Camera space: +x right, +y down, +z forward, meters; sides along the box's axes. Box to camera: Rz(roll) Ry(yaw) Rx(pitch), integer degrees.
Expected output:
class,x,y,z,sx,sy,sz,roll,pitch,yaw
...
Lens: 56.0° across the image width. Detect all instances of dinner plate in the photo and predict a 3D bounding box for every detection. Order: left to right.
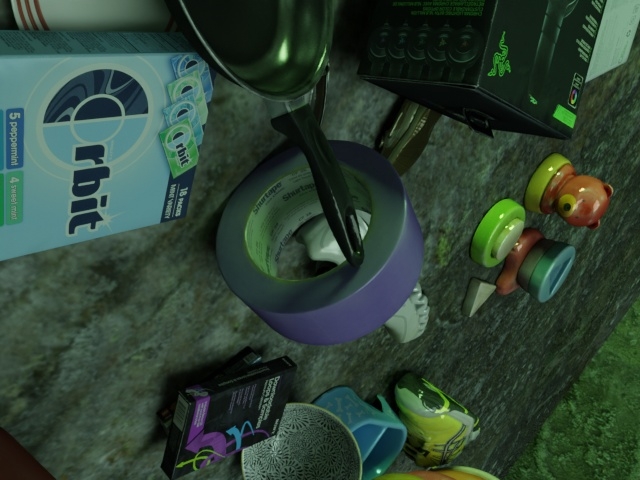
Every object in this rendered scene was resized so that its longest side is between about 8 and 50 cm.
class,x,y,z,sx,sy,sz,roll,pitch,yaw
dinner plate,-0.146,-0.174,0.423,0.141,0.017,0.141,-31,139,-31

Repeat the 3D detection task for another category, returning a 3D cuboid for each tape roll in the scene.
class,x,y,z,sx,sy,sz,roll,pitch,yaw
tape roll,0.000,0.000,0.585,0.189,0.189,0.080,-48,145,-10

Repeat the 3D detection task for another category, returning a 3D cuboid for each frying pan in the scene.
class,x,y,z,sx,sy,sz,roll,pitch,yaw
frying pan,-0.024,-0.154,0.470,0.326,0.053,0.197,58,42,-38

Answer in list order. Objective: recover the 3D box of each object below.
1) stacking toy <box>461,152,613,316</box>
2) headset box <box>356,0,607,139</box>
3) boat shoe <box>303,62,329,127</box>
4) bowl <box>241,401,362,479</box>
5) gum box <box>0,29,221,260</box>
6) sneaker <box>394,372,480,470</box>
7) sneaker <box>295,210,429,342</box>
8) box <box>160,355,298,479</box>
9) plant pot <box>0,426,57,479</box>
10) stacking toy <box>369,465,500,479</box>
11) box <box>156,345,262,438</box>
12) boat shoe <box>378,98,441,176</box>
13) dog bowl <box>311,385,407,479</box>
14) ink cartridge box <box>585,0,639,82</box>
class,x,y,z,sx,sy,sz,roll,pitch,yaw
stacking toy,0.412,0.024,1.139,0.279,0.130,0.309,-31,138,-31
headset box,0.180,-0.247,0.599,0.246,0.131,0.283,6,100,-51
boat shoe,-0.010,-0.162,0.573,0.046,0.038,0.125,-17,130,-42
bowl,-0.021,0.307,0.863,0.170,0.170,0.080,-59,171,5
gum box,-0.171,-0.070,0.434,0.184,0.041,0.157,-17,140,-41
sneaker,0.222,0.379,1.193,0.147,0.145,0.384,-50,143,-8
sneaker,0.056,0.049,0.778,0.118,0.110,0.292,-38,134,-11
box,-0.105,0.208,0.719,0.162,0.029,0.116,-10,125,-46
plant pot,-0.276,0.280,0.441,0.275,0.243,0.275,-29,137,-31
stacking toy,0.141,0.502,1.014,0.350,0.350,0.480,-51,129,-6
box,-0.126,0.203,0.741,0.137,0.027,0.094,-33,138,-28
boat shoe,0.106,-0.140,0.730,0.056,0.048,0.153,-2,126,-55
dog bowl,0.053,0.346,1.028,0.166,0.074,0.297,-55,144,0
ink cartridge box,0.428,-0.353,0.926,0.224,0.045,0.223,-29,137,-31
